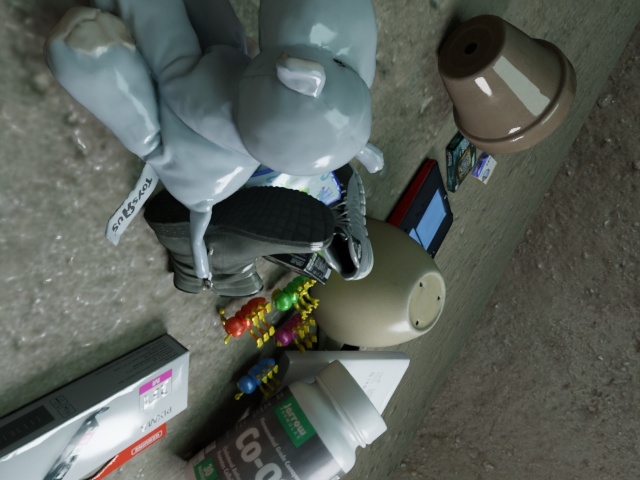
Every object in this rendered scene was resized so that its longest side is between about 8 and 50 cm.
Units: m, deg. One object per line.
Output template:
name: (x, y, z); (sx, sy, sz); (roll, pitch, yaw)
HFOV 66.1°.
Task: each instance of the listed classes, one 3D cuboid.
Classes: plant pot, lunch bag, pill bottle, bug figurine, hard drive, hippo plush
plant pot: (0.371, -0.346, 1.042); (0.229, 0.263, 0.263); (24, 96, -44)
lunch bag: (-0.058, -0.086, 0.663); (0.129, 0.151, 0.096); (58, 28, -58)
plant pot: (0.145, 0.105, 1.031); (0.284, 0.190, 0.285); (-12, 109, -41)
pill bottle: (-0.062, 0.412, 0.975); (0.361, 0.204, 0.204); (-35, 146, -11)
bug figurine: (-0.092, 0.174, 0.929); (0.216, 0.072, 0.279); (-37, 145, -33)
hard drive: (0.028, 0.363, 1.167); (0.352, 0.047, 0.233); (9, 114, -35)
hippo plush: (-0.079, -0.136, 0.426); (0.234, 0.236, 0.295); (30, 67, -46)

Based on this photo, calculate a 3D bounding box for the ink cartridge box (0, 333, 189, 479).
ink cartridge box: (-0.316, 0.292, 0.699); (0.275, 0.060, 0.239); (-26, 135, -46)

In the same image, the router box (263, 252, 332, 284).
router box: (-0.051, 0.025, 0.807); (0.038, 0.122, 0.092); (-65, 153, -9)

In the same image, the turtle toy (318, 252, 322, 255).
turtle toy: (0.000, 0.000, 0.922); (0.130, 0.066, 0.095); (-45, 124, -30)

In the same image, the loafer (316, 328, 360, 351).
loafer: (0.047, 0.271, 1.217); (0.102, 0.092, 0.269); (-38, 144, -32)

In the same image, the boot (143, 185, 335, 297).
boot: (-0.094, 0.013, 0.638); (0.161, 0.246, 0.084); (80, 20, -47)

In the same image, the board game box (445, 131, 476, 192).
board game box: (0.396, -0.235, 1.378); (0.126, 0.026, 0.186); (-51, 150, -17)

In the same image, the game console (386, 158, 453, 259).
game console: (0.259, 0.005, 1.348); (0.342, 0.060, 0.386); (-56, 152, -7)

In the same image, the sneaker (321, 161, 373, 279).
sneaker: (0.030, -0.043, 0.789); (0.132, 0.086, 0.229); (-17, 90, -76)

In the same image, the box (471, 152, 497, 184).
box: (0.530, -0.233, 1.592); (0.136, 0.028, 0.081); (10, 108, -57)
